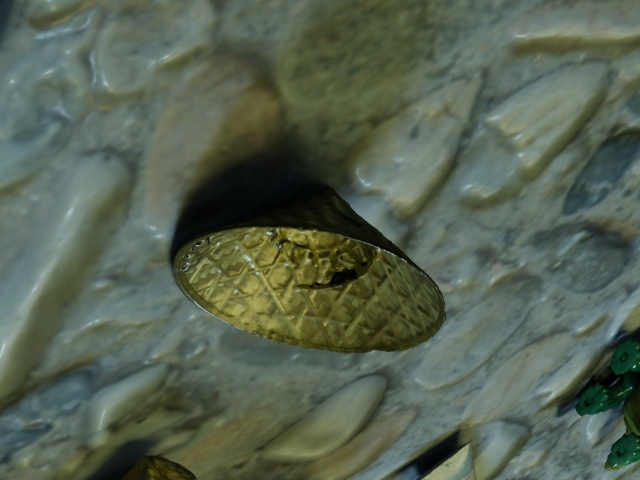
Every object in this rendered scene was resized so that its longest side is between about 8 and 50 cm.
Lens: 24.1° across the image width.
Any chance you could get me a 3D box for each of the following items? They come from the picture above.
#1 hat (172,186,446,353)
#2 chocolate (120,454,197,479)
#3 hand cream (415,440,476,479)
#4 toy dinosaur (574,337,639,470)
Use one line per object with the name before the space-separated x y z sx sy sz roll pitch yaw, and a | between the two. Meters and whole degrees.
hat | 0.000 0.000 0.791 0.146 0.067 0.146 9 153 5
chocolate | -0.154 0.216 0.924 0.219 0.085 0.085 -50 148 15
hand cream | 0.109 0.216 1.227 0.065 0.043 0.171 -37 146 -9
toy dinosaur | 0.286 0.140 1.266 0.153 0.094 0.259 -8 148 -35
